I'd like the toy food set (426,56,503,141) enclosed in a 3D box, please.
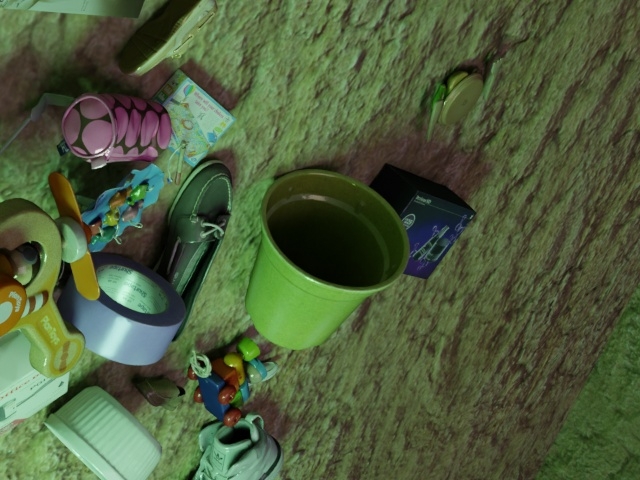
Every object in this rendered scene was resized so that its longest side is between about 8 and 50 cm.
[{"bbox_3d":[0.264,-0.279,2.247,0.192,0.038,0.132,-35,155,-28],"label":"toy food set"}]

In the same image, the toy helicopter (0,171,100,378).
[{"bbox_3d":[-0.379,0.067,1.560,0.235,0.140,0.355,-50,154,-23],"label":"toy helicopter"}]

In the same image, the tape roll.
[{"bbox_3d":[-0.313,0.106,1.840,0.189,0.189,0.080,3,125,-52],"label":"tape roll"}]

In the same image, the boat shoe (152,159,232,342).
[{"bbox_3d":[-0.212,0.025,1.958,0.112,0.095,0.335,-4,130,-48],"label":"boat shoe"}]

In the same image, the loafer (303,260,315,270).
[{"bbox_3d":[0.000,0.000,2.251,0.125,0.039,0.045,-49,-168,7],"label":"loafer"}]

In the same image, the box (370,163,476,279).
[{"bbox_3d":[0.176,-0.033,2.361,0.261,0.103,0.184,14,113,-55],"label":"box"}]

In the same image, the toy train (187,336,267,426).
[{"bbox_3d":[-0.175,0.239,2.261,0.143,0.105,0.248,-43,151,-26],"label":"toy train"}]

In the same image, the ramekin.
[{"bbox_3d":[-0.372,0.349,2.049,0.109,0.207,0.207,-46,151,-18],"label":"ramekin"}]

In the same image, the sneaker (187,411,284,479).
[{"bbox_3d":[-0.238,0.510,2.467,0.366,0.137,0.210,-40,149,-19],"label":"sneaker"}]

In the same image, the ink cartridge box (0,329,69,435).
[{"bbox_3d":[-0.470,0.206,1.794,0.158,0.092,0.218,-35,165,-27],"label":"ink cartridge box"}]

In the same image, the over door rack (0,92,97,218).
[{"bbox_3d":[-0.453,-0.032,1.609,0.324,0.108,0.239,-46,153,-28],"label":"over door rack"}]

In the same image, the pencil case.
[{"bbox_3d":[-0.276,-0.150,1.613,0.095,0.098,0.209,-24,178,18],"label":"pencil case"}]

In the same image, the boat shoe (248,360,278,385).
[{"bbox_3d":[-0.129,0.270,2.409,0.100,0.035,0.035,-20,144,-26],"label":"boat shoe"}]

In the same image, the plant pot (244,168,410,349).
[{"bbox_3d":[-0.016,0.057,2.109,0.276,0.276,0.254,-19,151,-38],"label":"plant pot"}]

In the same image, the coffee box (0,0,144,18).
[{"bbox_3d":[-0.315,-0.354,1.384,0.246,0.098,0.141,-7,133,-46],"label":"coffee box"}]

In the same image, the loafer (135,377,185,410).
[{"bbox_3d":[-0.299,0.282,2.200,0.050,0.056,0.148,-46,159,0],"label":"loafer"}]

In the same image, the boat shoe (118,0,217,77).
[{"bbox_3d":[-0.207,-0.284,1.634,0.170,0.063,0.059,-45,144,-3],"label":"boat shoe"}]

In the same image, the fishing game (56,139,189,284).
[{"bbox_3d":[-0.288,-0.038,1.702,0.264,0.041,0.189,-41,168,-25],"label":"fishing game"}]

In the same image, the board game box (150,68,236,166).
[{"bbox_3d":[-0.205,-0.185,1.788,0.103,0.026,0.154,-47,149,2],"label":"board game box"}]
